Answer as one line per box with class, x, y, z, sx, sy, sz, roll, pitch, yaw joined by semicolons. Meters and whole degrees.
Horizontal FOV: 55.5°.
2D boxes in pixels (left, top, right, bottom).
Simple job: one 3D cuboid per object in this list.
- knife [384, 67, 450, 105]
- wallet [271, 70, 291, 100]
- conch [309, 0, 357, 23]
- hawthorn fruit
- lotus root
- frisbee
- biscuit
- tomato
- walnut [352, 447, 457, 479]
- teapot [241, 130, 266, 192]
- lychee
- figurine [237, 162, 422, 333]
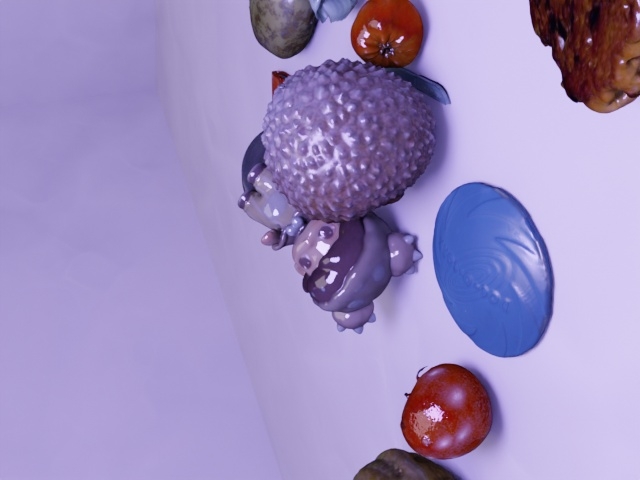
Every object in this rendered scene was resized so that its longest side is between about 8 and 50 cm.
knife;0.165;-0.280;1.067;0.210;0.015;0.028;48;137;51
wallet;-0.095;-0.344;1.644;0.142;0.045;0.205;-133;37;-53
conch;0.021;-0.523;1.145;0.172;0.131;0.200;24;157;34
hawthorn fruit;0.118;-0.356;1.023;0.125;0.140;0.125;31;151;19
lotus root;-0.081;-0.517;1.387;0.309;0.173;0.173;114;140;-68
frisbee;0.252;0.051;0.977;0.289;0.049;0.290;168;90;-69
biscuit;0.269;-0.273;0.580;0.334;0.081;0.290;-73;-29;-71
tomato;0.224;0.297;1.057;0.167;0.167;0.167;168;90;-69
walnut;0.177;0.545;1.191;0.283;0.227;0.283;180;90;-64
teapot;-0.081;-0.175;1.456;0.239;0.239;0.322;126;125;-79
lychee;0.047;-0.174;1.044;0.300;0.299;0.300;168;90;-69
figurine;-0.001;-0.001;1.237;0.380;0.203;0.248;37;104;8
